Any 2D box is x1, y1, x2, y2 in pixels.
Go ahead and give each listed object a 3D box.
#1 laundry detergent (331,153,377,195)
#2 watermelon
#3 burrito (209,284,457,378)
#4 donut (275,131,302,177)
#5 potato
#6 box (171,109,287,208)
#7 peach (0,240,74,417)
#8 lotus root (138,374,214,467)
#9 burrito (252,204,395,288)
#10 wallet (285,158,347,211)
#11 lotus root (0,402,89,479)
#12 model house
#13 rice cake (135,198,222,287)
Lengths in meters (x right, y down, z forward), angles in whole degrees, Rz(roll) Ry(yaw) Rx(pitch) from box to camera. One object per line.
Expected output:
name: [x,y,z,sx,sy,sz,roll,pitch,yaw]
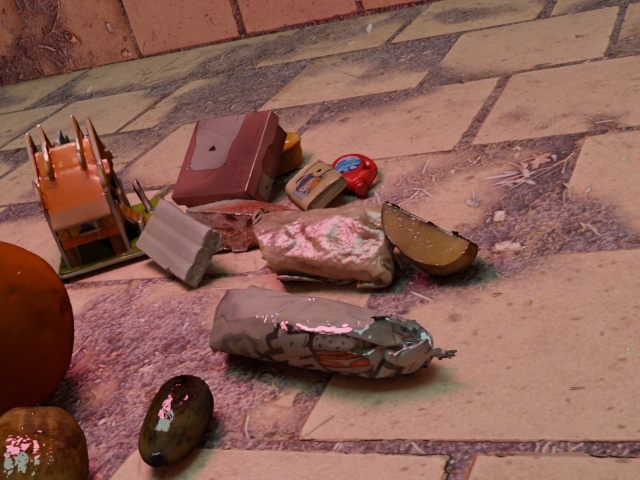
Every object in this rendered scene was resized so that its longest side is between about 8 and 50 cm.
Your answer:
laundry detergent: [0.077,-0.134,2.092,0.097,0.049,0.165,-20,26,-3]
watermelon: [-0.128,-0.033,1.975,0.241,0.094,0.154,4,20,37]
burrito: [-0.001,0.137,1.456,0.445,0.101,0.139,6,18,42]
donut: [-0.130,-0.192,2.333,0.174,0.075,0.190,7,28,45]
potato: [0.170,0.013,1.636,0.172,0.089,0.100,25,0,23]
box: [-0.195,-0.167,2.185,0.215,0.086,0.215,-3,60,32]
peach: [-0.562,0.153,1.551,0.342,0.343,0.302,-2,71,31]
lotus root: [-0.198,0.243,1.375,0.089,0.080,0.179,-11,23,17]
burrito: [-0.007,0.007,1.744,0.347,0.107,0.175,5,37,35]
wallet: [-0.012,-0.114,2.074,0.110,0.039,0.155,-43,26,-2]
lotus root: [-0.377,0.303,1.304,0.145,0.128,0.260,-10,23,-10]
model house: [-0.486,-0.136,2.150,0.242,0.313,0.358,-14,22,-1]
rice cake: [-0.277,0.004,1.930,0.237,0.043,0.127,32,96,52]
